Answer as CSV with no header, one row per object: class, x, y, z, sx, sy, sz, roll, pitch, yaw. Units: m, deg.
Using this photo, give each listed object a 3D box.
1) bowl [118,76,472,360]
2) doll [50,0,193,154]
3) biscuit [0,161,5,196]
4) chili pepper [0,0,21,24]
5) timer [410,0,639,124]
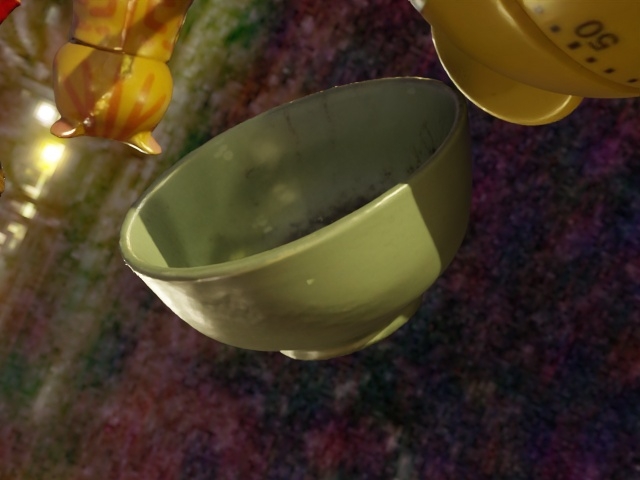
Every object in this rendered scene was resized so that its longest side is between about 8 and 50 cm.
bowl,0.000,0.000,0.978,0.289,0.146,0.289,-19,26,9
doll,-0.247,-0.256,1.554,0.162,0.166,0.270,-129,50,-74
biscuit,-0.371,-0.128,1.164,0.041,0.208,0.290,-41,21,-2
chili pepper,-0.359,-0.291,0.940,0.131,0.134,0.338,-42,-38,-21
timer,0.169,-0.265,0.854,0.387,0.376,0.376,-8,57,54
